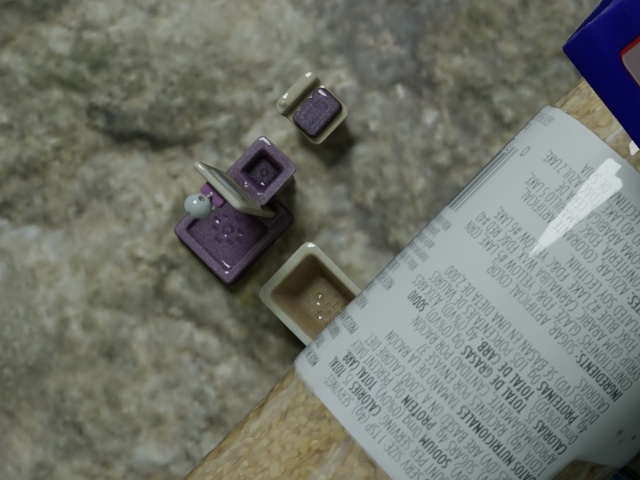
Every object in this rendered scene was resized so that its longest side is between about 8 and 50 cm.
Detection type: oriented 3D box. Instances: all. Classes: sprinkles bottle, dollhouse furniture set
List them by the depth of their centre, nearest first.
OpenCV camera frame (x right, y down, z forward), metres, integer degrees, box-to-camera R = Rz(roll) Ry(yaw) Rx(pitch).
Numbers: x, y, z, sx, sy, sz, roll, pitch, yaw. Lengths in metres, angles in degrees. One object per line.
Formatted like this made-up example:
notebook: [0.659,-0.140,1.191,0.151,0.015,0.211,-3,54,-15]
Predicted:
sprinkles bottle: [0.062,0.053,0.685,0.355,0.121,0.121,-45,80,1]
dollhouse furniture set: [0.000,0.000,0.732,0.114,0.081,0.091,45,95,10]

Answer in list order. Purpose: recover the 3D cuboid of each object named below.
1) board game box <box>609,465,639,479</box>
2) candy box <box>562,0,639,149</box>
board game box: [0.119,0.212,0.709,0.194,0.060,0.194,38,93,10]
candy box: [0.284,-0.060,0.587,0.317,0.122,0.268,-36,88,-19]
